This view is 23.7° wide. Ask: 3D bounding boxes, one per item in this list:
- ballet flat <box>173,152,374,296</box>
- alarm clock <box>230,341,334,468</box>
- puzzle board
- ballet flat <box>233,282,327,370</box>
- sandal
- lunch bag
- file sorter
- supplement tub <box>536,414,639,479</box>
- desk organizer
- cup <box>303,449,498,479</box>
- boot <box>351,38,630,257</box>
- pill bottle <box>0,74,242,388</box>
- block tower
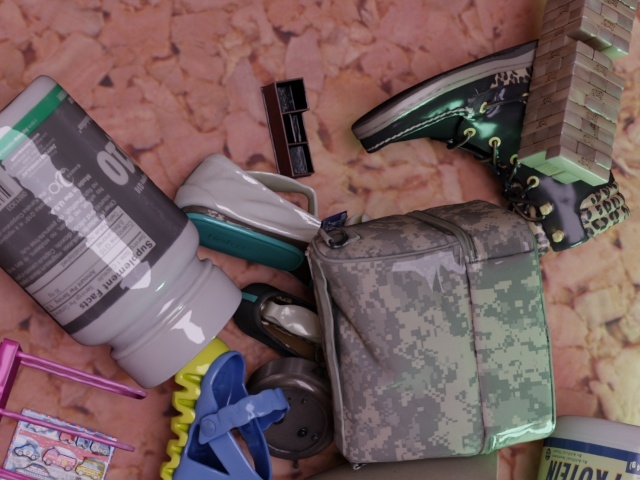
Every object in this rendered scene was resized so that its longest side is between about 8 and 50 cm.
[{"bbox_3d":[0.000,0.000,1.988,0.400,0.139,0.139,26,78,-16],"label":"ballet flat"},{"bbox_3d":[-0.028,0.203,1.944,0.129,0.064,0.192,30,111,-8],"label":"alarm clock"},{"bbox_3d":[-0.325,0.273,1.898,0.128,0.011,0.096,21,79,-18],"label":"puzzle board"},{"bbox_3d":[0.013,0.141,1.990,0.280,0.096,0.095,26,77,-18],"label":"ballet flat"},{"bbox_3d":[-0.121,0.284,1.876,0.126,0.138,0.317,-8,108,-61],"label":"sandal"},{"bbox_3d":[0.123,0.110,1.848,0.256,0.212,0.305,-12,108,-19],"label":"lunch bag"},{"bbox_3d":[-0.327,0.285,1.776,0.182,0.202,0.290,18,80,-6],"label":"file sorter"},{"bbox_3d":[0.390,0.413,2.039,0.235,0.235,0.324,16,81,-19],"label":"supplement tub"},{"bbox_3d":[-0.038,-0.147,2.014,0.047,0.050,0.130,-12,91,-21],"label":"desk organizer"},{"bbox_3d":[0.079,0.402,1.910,0.237,0.331,0.331,9,82,5],"label":"cup"},{"bbox_3d":[0.247,-0.107,2.076,0.377,0.138,0.284,-22,94,-29],"label":"boot"},{"bbox_3d":[-0.278,-0.005,1.833,0.361,0.204,0.204,47,72,-12],"label":"pill bottle"},{"bbox_3d":[0.346,-0.237,2.026,0.091,0.097,0.335,23,68,-26],"label":"block tower"}]
